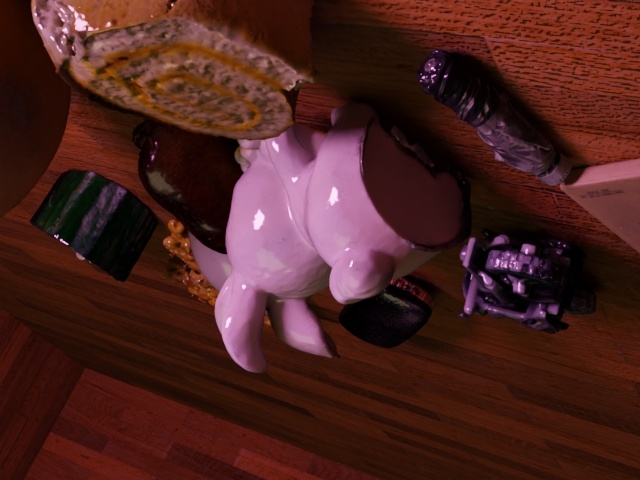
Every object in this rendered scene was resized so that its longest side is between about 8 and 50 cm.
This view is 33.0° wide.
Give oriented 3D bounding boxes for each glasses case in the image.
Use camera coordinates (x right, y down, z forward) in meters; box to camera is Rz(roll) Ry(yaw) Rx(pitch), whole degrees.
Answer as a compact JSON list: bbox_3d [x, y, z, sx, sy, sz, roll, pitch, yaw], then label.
[{"bbox_3d":[0.095,0.106,1.599,0.103,0.067,0.267,26,161,-3],"label":"glasses case"}]

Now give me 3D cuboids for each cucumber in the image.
[{"bbox_3d":[-0.386,-0.028,1.791,0.191,0.130,0.191,28,163,9],"label":"cucumber"}]

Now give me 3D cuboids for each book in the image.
[{"bbox_3d":[0.360,-0.006,1.025,0.231,0.026,0.161,35,160,-23],"label":"book"}]

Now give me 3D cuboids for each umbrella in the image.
[{"bbox_3d":[0.160,-0.110,0.988,0.188,0.046,0.050,32,165,-31],"label":"umbrella"}]

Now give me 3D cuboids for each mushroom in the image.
[{"bbox_3d":[-0.161,-0.094,1.364,0.217,0.148,0.227,32,163,52],"label":"mushroom"}]

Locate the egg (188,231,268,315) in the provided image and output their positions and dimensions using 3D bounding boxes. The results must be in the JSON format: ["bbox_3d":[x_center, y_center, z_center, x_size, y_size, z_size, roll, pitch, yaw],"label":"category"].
[{"bbox_3d":[-0.091,0.012,1.467,0.209,0.151,0.151,42,157,-23],"label":"egg"}]

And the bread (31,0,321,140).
[{"bbox_3d":[-0.118,-0.184,0.952,0.257,0.124,0.186,15,156,-35],"label":"bread"}]

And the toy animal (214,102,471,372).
[{"bbox_3d":[0.001,-0.006,1.187,0.182,0.247,0.310,6,156,-44],"label":"toy animal"}]

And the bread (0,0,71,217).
[{"bbox_3d":[-0.425,-0.177,1.092,0.253,0.348,0.376,20,159,25],"label":"bread"}]

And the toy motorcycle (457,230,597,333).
[{"bbox_3d":[0.215,0.042,1.198,0.159,0.106,0.270,12,172,26],"label":"toy motorcycle"}]

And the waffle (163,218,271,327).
[{"bbox_3d":[-0.157,0.074,1.847,0.259,0.069,0.293,26,163,4],"label":"waffle"}]
